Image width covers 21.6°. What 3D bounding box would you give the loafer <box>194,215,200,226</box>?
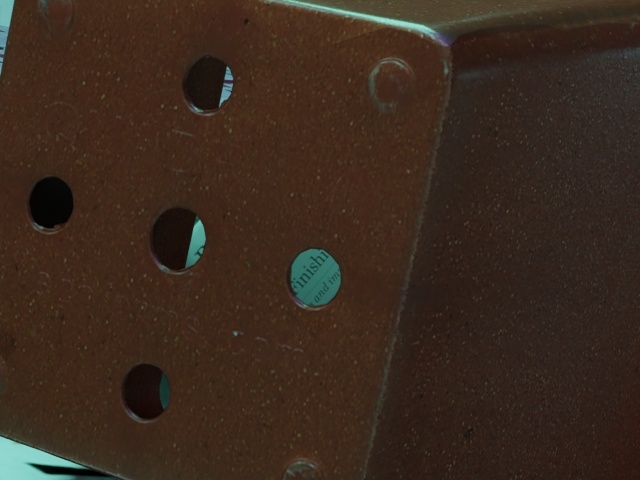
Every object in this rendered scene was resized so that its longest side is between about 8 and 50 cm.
[{"bbox_3d":[-0.120,0.023,0.940,0.102,0.092,0.268,51,13,11],"label":"loafer"}]

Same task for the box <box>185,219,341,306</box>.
[{"bbox_3d":[0.039,-0.017,0.946,0.119,0.181,0.182,42,10,14],"label":"box"}]

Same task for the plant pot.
[{"bbox_3d":[0.000,0.000,0.689,0.267,0.267,0.236,15,8,26],"label":"plant pot"}]
